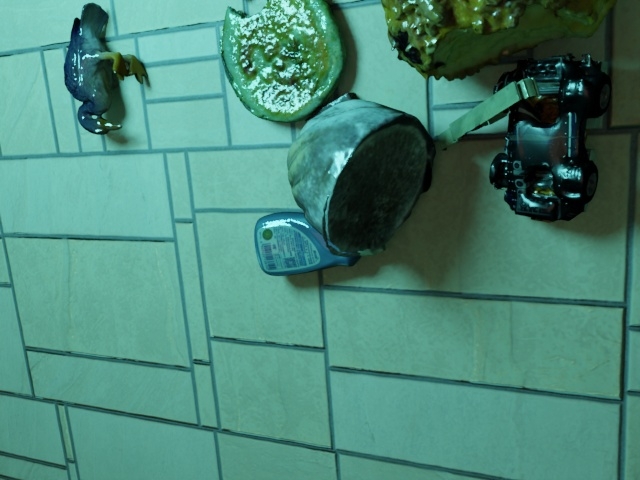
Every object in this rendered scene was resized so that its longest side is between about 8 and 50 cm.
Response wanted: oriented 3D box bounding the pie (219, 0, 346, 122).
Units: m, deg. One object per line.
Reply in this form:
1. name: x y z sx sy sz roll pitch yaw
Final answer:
1. pie: -0.083 -0.395 1.300 0.303 0.067 0.302 5 105 20

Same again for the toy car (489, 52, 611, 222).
1. toy car: 0.409 -0.180 1.111 0.193 0.118 0.301 14 114 40

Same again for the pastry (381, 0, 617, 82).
1. pastry: 0.273 -0.465 1.005 0.405 0.292 0.337 -12 88 36

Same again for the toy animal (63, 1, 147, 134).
1. toy animal: -0.529 -0.406 1.468 0.186 0.122 0.298 -14 96 27

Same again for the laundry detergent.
1. laundry detergent: 0.000 0.000 1.361 0.290 0.094 0.143 -5 95 22

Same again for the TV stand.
1. TV stand: 0.292 -0.224 1.122 0.249 0.042 0.036 -29 76 62

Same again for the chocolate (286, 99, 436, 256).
1. chocolate: 0.051 -0.143 1.213 0.213 0.303 0.303 38 117 33

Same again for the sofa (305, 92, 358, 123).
1. sofa: 0.031 -0.260 1.303 0.118 0.039 0.060 -28 92 27
